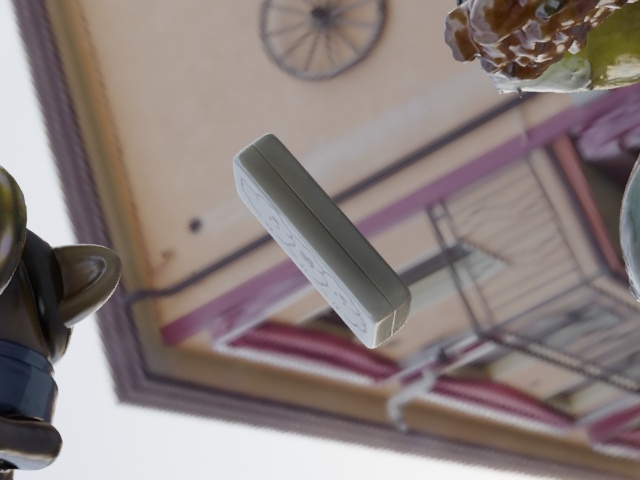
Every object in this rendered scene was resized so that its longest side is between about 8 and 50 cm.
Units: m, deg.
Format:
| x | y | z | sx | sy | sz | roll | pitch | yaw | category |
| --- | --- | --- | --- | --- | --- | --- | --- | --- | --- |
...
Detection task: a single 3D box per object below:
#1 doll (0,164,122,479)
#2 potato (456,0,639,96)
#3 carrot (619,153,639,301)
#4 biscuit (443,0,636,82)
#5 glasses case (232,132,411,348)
| x | y | z | sx | sy | sz | roll | pitch | yaw | category |
| --- | --- | --- | --- | --- | --- | --- | --- | --- | --- |
| -0.293 | 0.127 | 1.044 | 0.209 | 0.318 | 0.340 | 30 | -126 | -31 | doll |
| 0.376 | -0.359 | 1.925 | 0.397 | 0.295 | 0.290 | 50 | -137 | -60 | potato |
| 0.409 | 0.005 | 1.180 | 0.340 | 0.224 | 0.224 | 13 | -130 | -41 | carrot |
| 0.285 | -0.291 | 1.482 | 0.110 | 0.312 | 0.318 | 53 | -158 | 7 | biscuit |
| 0.000 | 0.000 | 2.043 | 0.336 | 0.076 | 0.144 | 49 | 166 | 18 | glasses case |
